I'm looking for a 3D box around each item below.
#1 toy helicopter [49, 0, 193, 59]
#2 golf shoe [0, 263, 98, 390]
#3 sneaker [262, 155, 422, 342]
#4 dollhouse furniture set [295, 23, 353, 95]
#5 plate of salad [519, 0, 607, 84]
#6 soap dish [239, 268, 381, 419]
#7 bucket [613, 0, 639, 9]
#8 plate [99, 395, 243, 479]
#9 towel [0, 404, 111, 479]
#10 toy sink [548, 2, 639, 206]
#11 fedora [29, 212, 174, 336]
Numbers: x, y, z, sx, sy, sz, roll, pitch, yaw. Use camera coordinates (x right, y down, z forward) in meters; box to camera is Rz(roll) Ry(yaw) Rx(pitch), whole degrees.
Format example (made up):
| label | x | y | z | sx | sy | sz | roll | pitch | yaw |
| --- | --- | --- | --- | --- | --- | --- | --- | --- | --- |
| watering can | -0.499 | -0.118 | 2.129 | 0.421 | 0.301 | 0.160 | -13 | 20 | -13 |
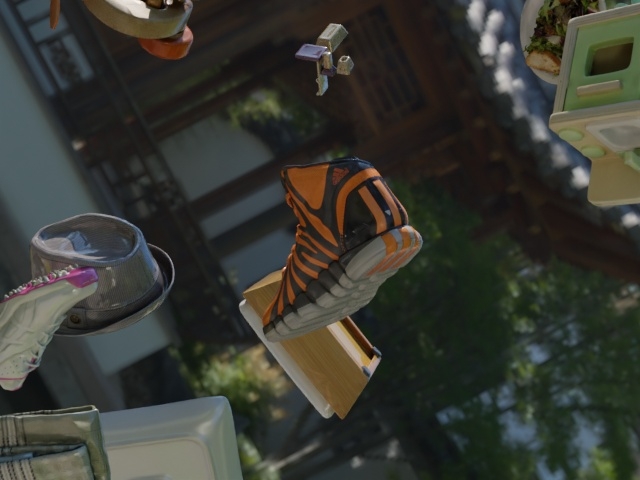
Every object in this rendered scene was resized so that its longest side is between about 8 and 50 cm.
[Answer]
| label | x | y | z | sx | sy | sz | roll | pitch | yaw |
| --- | --- | --- | --- | --- | --- | --- | --- | --- | --- |
| toy helicopter | -0.341 | -0.420 | 1.909 | 0.355 | 0.235 | 0.140 | 52 | -46 | 30 |
| golf shoe | -0.445 | 0.140 | 1.898 | 0.140 | 0.306 | 0.115 | 63 | 20 | -2 |
| sneaker | 0.000 | 0.000 | 1.618 | 0.321 | 0.125 | 0.180 | -43 | -112 | 45 |
| dollhouse furniture set | 0.028 | -0.281 | 1.990 | 0.091 | 0.114 | 0.081 | 12 | -46 | 22 |
| plate of salad | 0.410 | -0.369 | 2.170 | 0.200 | 0.048 | 0.199 | 6 | -83 | 53 |
| soap dish | -0.011 | 0.177 | 2.357 | 0.291 | 0.118 | 0.229 | 51 | 13 | 1 |
| bucket | 0.589 | -0.293 | 1.879 | 0.281 | 0.281 | 0.183 | 79 | -6 | -75 |
| plate | -0.252 | 0.377 | 1.880 | 0.045 | 0.277 | 0.278 | -98 | 180 | -67 |
| towel | -0.344 | 0.322 | 1.195 | 0.056 | 0.312 | 0.324 | -64 | 147 | -84 |
| toy sink | 0.403 | -0.180 | 1.661 | 0.153 | 0.234 | 0.131 | -5 | -25 | 45 |
| fedora | -0.378 | 0.039 | 2.038 | 0.275 | 0.243 | 0.124 | 10 | -50 | 26 |
